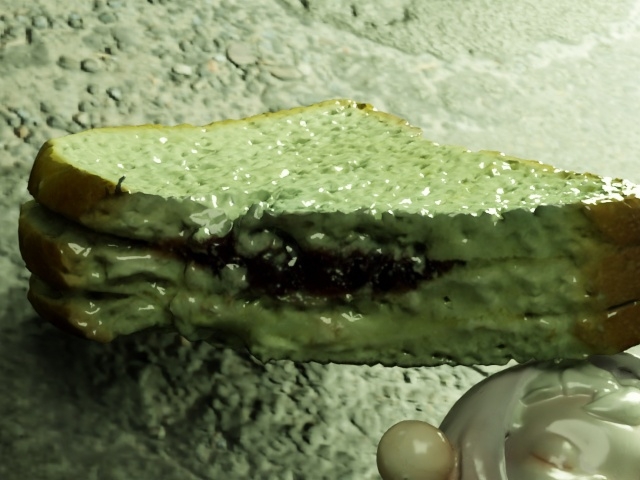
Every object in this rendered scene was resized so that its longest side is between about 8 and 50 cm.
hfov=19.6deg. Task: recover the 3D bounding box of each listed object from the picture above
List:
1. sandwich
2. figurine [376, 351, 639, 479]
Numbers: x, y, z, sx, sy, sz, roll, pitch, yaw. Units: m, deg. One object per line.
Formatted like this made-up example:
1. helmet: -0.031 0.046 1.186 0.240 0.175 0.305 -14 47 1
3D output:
1. sandwich: 0.000 0.005 0.966 0.254 0.100 0.288 -11 20 -36
2. figurine: 0.100 0.168 0.906 0.200 0.133 0.276 30 49 -7
